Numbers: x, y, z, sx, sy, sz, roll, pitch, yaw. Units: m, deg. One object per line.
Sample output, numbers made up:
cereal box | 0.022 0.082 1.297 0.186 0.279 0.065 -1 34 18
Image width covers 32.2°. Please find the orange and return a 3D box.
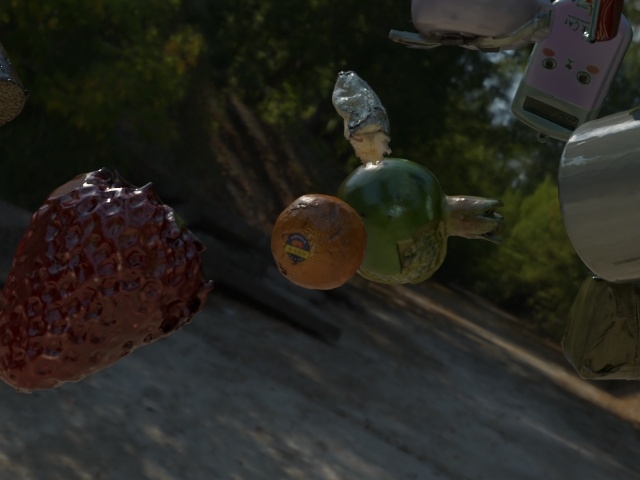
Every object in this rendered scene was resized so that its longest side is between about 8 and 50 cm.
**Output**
orange | 0.002 0.001 1.540 0.135 0.136 0.117 27 25 35

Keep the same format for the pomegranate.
pomegranate | 0.167 -0.039 1.921 0.301 0.236 0.236 -10 -6 14

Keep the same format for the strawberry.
strawberry | -0.248 0.058 1.174 0.205 0.244 0.205 33 -19 13

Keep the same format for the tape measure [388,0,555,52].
tape measure | 0.209 -0.308 1.524 0.178 0.105 0.196 10 3 -27

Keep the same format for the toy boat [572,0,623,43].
toy boat | 0.366 -0.317 1.462 0.058 0.069 0.173 16 -22 19

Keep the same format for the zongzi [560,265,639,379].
zongzi | 0.594 0.042 1.789 0.356 0.393 0.174 6 3 -8

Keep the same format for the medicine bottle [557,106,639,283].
medicine bottle | 0.474 -0.071 1.467 0.238 0.238 0.232 23 -23 -36

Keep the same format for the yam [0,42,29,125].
yam | -0.381 -0.187 1.223 0.084 0.084 0.127 22 30 -55

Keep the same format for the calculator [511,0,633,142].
calculator | 0.398 -0.268 1.764 0.141 0.246 0.045 29 25 19

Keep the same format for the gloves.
gloves | 0.064 -0.192 1.715 0.114 0.070 0.153 69 -3 -46
